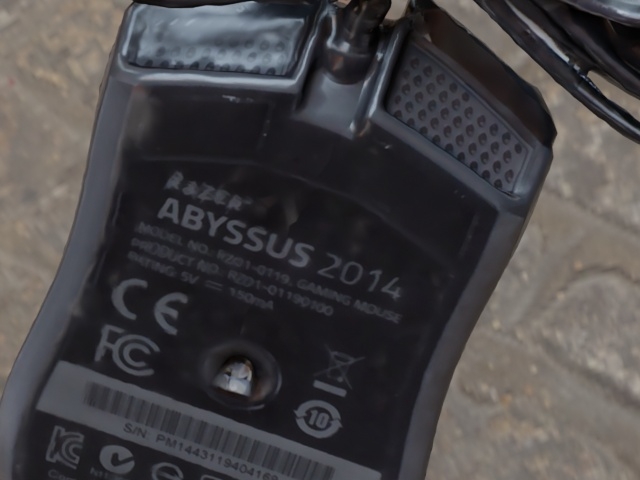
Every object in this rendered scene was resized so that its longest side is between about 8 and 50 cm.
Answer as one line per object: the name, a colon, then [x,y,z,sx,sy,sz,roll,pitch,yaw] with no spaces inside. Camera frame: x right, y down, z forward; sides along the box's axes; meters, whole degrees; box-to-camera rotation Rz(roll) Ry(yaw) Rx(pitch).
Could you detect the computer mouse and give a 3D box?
computer mouse: [0.000,0.000,0.525,0.188,0.272,0.072,23,34,-5]
